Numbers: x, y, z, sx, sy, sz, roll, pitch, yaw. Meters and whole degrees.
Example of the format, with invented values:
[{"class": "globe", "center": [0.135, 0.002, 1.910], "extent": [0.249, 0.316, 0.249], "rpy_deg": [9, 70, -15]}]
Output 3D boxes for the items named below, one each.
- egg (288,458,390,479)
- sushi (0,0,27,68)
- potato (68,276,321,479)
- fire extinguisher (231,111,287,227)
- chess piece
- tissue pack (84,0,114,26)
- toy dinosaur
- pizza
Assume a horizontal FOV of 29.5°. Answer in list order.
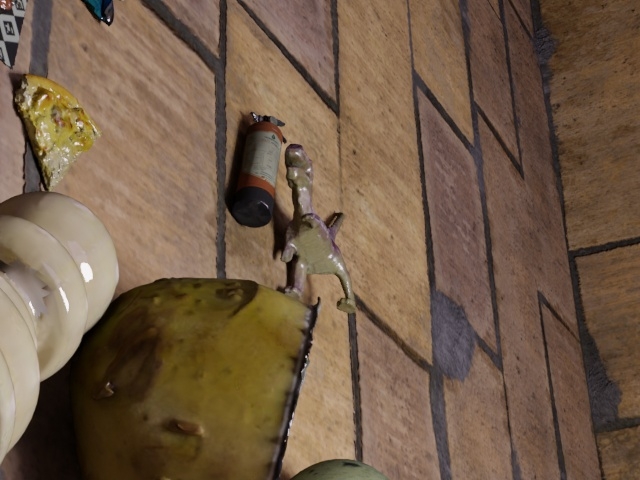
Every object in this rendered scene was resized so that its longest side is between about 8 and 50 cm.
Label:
[{"class": "egg", "center": [0.019, 0.316, 1.261], "extent": [0.228, 0.177, 0.177], "rpy_deg": [-88, 155, -65]}, {"class": "sushi", "center": [-0.292, -0.234, 1.078], "extent": [0.126, 0.026, 0.120], "rpy_deg": [47, 34, -48]}, {"class": "potato", "center": [-0.114, 0.144, 1.065], "extent": [0.300, 0.196, 0.247], "rpy_deg": [98, 8, -72]}, {"class": "fire extinguisher", "center": [-0.070, -0.094, 1.471], "extent": [0.062, 0.050, 0.177], "rpy_deg": [36, 41, -28]}, {"class": "chess piece", "center": [-0.244, 0.051, 0.879], "extent": [0.300, 0.167, 0.167], "rpy_deg": [-62, 132, -68]}, {"class": "tissue pack", "center": [-0.246, -0.287, 1.221], "extent": [0.138, 0.027, 0.085], "rpy_deg": [50, 33, -51]}, {"class": "toy dinosaur", "center": [0.004, -0.001, 1.552], "extent": [0.251, 0.072, 0.200], "rpy_deg": [40, 42, -55]}, {"class": "pizza", "center": [-0.236, -0.092, 1.119], "extent": [0.123, 0.026, 0.109], "rpy_deg": [37, 45, -56]}]
